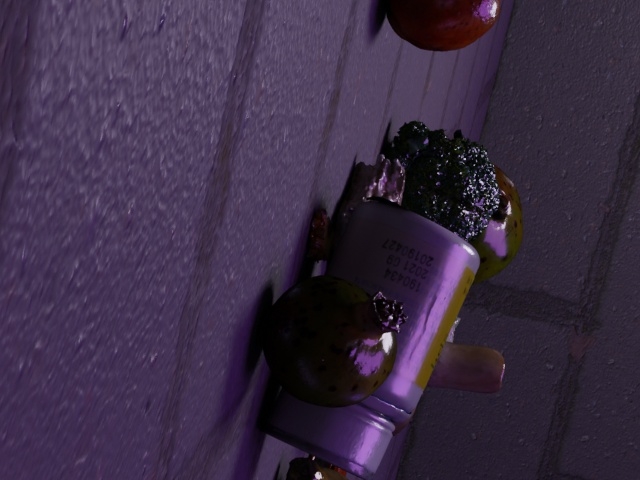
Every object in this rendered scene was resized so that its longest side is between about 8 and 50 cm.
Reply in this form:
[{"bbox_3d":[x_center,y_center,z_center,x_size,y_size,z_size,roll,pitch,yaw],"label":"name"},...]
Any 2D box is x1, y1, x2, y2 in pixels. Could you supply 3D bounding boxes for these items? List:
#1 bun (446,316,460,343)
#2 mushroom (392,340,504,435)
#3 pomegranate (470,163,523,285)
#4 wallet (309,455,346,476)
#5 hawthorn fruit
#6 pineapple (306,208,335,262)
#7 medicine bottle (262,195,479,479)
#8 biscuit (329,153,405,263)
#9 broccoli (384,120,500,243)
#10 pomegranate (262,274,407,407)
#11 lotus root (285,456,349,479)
[{"bbox_3d":[0.124,0.126,2.045,0.212,0.126,0.204,-84,-172,-69],"label":"bun"},{"bbox_3d":[0.122,0.152,1.839,0.207,0.215,0.207,-169,-90,-87],"label":"mushroom"},{"bbox_3d":[0.196,-0.026,2.115,0.246,0.198,0.198,82,24,-75],"label":"pomegranate"},{"bbox_3d":[0.009,0.328,1.991,0.204,0.045,0.142,92,15,-54],"label":"wallet"},{"bbox_3d":[0.125,-0.252,1.516,0.128,0.128,0.128,15,90,-82],"label":"hawthorn fruit"},{"bbox_3d":[0.000,0.000,1.454,0.083,0.019,0.045,70,30,-74],"label":"pineapple"},{"bbox_3d":[0.049,0.101,1.468,0.258,0.143,0.143,-63,170,-9],"label":"medicine bottle"},{"bbox_3d":[0.046,0.024,1.658,0.108,0.061,0.239,-69,171,-47],"label":"biscuit"},{"bbox_3d":[0.141,-0.062,1.873,0.195,0.156,0.195,-25,140,-24],"label":"broccoli"},{"bbox_3d":[0.012,0.085,1.302,0.130,0.130,0.130,15,90,-82],"label":"pomegranate"},{"bbox_3d":[-0.002,0.338,1.702,0.214,0.138,0.138,81,23,-43],"label":"lotus root"}]
